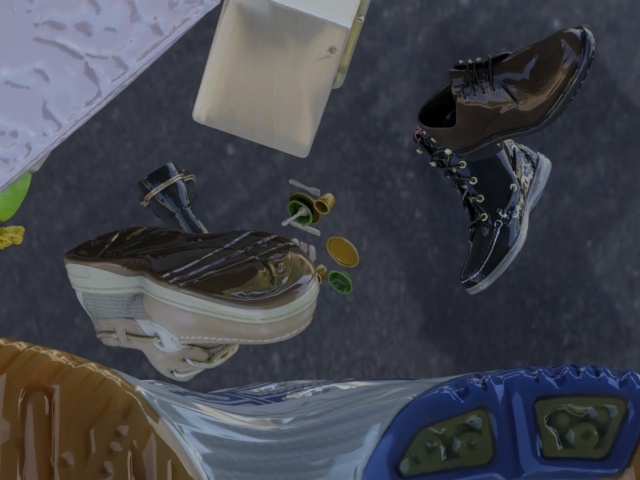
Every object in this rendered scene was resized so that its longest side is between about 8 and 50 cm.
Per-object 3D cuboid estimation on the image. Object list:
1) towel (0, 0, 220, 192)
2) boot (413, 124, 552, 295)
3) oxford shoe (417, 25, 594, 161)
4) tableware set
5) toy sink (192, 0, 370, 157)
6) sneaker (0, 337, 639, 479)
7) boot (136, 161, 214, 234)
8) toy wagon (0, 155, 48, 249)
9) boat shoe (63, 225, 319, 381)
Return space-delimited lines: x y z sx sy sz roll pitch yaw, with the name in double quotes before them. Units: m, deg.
"towel" -0.303 -0.231 1.378 0.317 0.053 0.332 -39 99 7
"boot" 0.182 -0.063 2.033 0.179 0.085 0.236 38 55 -16
"oxford shoe" 0.181 -0.151 1.620 0.096 0.227 0.082 21 54 -29
"tableware set" 0.000 0.000 2.004 0.104 0.154 0.024 23 48 24
"toy sink" -0.026 -0.215 1.614 0.131 0.152 0.234 19 33 -2
"sneaker" -0.037 0.088 0.449 0.297 0.131 0.111 4 81 -6
"boot" -0.165 -0.016 2.010 0.077 0.198 0.137 -32 86 4
"toy wagon" -0.324 -0.161 1.778 0.068 0.267 0.344 24 70 -33
"boat shoe" -0.096 0.053 1.243 0.109 0.098 0.302 -23 17 -33
